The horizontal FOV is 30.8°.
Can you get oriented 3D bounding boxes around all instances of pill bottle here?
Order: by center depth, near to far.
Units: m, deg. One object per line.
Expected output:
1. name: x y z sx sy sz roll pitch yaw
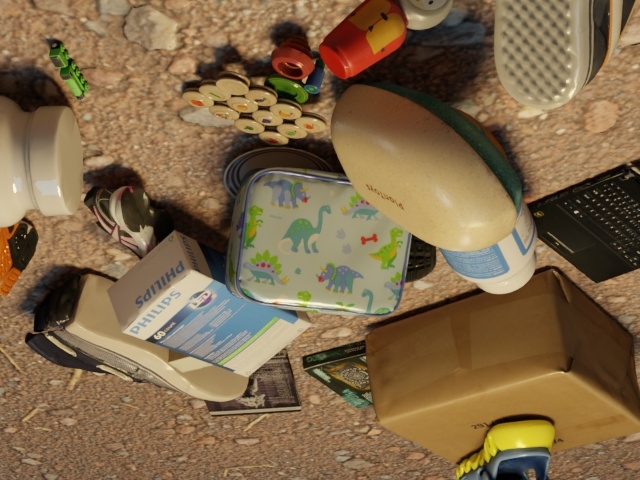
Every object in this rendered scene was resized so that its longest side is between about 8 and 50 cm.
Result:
1. pill bottle: -0.412 -0.088 1.313 0.265 0.153 0.153 -1 148 1
2. pill bottle: 0.199 -0.021 1.451 0.124 0.124 0.221 -12 146 18

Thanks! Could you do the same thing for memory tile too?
1. memory tile: -0.075 -0.147 1.322 0.148 0.012 0.113 25 157 -33

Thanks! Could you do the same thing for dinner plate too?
1. dinner plate: -0.051 -0.079 1.457 0.141 0.017 0.141 -1 148 -1

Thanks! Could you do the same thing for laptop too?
1. laptop: 0.426 0.020 1.506 0.264 0.136 0.234 -24 141 33

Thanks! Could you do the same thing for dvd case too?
1. dvd case: -0.125 0.245 1.976 0.165 0.018 0.221 -4 147 4

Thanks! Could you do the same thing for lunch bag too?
1. lunch bag: 0.000 0.000 1.412 0.219 0.176 0.090 7 180 -16

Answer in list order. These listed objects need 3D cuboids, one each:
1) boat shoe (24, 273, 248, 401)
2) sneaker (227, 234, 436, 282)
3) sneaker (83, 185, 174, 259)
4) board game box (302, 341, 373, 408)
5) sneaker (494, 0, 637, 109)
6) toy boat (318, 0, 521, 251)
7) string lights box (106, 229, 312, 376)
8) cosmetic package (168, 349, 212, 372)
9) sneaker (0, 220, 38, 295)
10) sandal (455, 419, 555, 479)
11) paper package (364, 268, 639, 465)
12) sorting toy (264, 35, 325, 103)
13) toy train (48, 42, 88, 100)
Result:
1. boat shoe: -0.280 0.161 1.763 0.341 0.127 0.158 33 142 -30
2. sneaker: 0.012 0.007 1.533 0.286 0.109 0.130 6 168 -15
3. sneaker: -0.249 -0.026 1.513 0.077 0.072 0.178 14 153 20
4. board game box: 0.070 0.226 1.939 0.126 0.026 0.186 -17 145 25
5. sneaker: 0.224 -0.286 1.043 0.126 0.127 0.321 23 132 28
6. toy boat: 0.109 -0.133 1.221 0.148 0.267 0.318 -39 135 -14
7. string lights box: -0.145 0.092 1.573 0.133 0.076 0.260 -40 142 17
8. cosmetic package: -0.185 0.129 1.697 0.060 0.115 0.041 -17 145 24
9. sneaker: -0.456 -0.016 1.510 0.121 0.099 0.262 25 160 12
10. sandal: 0.284 0.390 1.793 0.126 0.138 0.317 -2 151 -3
11. paper package: 0.289 0.213 1.788 0.325 0.168 0.309 -22 144 30
12. sorting toy: -0.025 -0.189 1.268 0.061 0.042 0.102 19 158 -2
13. toy train: -0.277 -0.185 1.280 0.017 0.023 0.083 -7 147 11
